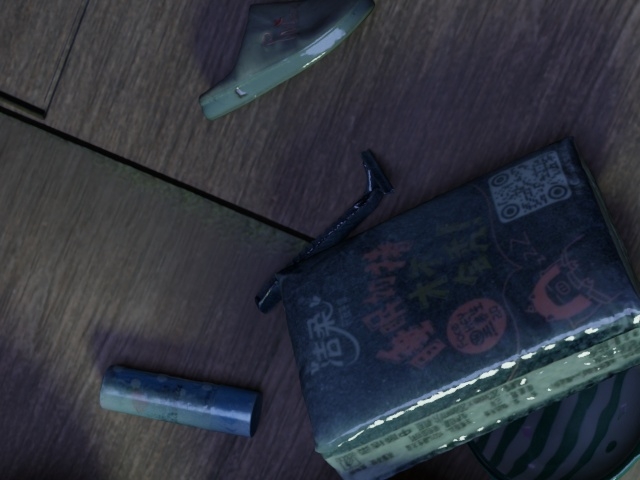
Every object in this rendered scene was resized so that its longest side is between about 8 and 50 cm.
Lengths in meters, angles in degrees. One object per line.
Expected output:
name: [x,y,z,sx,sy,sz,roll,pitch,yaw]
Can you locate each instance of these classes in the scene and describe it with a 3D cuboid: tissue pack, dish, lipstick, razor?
tissue pack: [0.125,0.060,1.383,0.316,0.228,0.103,-25,135,13]
dish: [0.215,0.138,1.439,0.246,0.078,0.224,20,91,28]
lipstick: [-0.140,0.160,1.538,0.158,0.048,0.048,10,101,10]
razor: [0.004,0.002,1.494,0.033,0.066,0.190,27,113,-41]

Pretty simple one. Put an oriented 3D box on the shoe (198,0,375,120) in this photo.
shoe: [-0.044,-0.188,1.445,0.195,0.079,0.078,-34,99,18]
